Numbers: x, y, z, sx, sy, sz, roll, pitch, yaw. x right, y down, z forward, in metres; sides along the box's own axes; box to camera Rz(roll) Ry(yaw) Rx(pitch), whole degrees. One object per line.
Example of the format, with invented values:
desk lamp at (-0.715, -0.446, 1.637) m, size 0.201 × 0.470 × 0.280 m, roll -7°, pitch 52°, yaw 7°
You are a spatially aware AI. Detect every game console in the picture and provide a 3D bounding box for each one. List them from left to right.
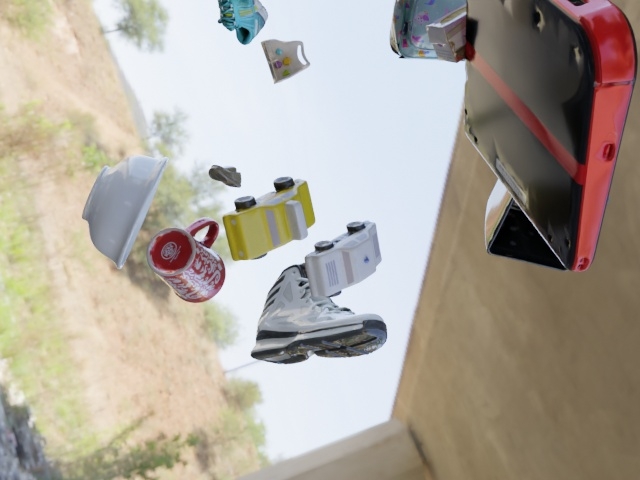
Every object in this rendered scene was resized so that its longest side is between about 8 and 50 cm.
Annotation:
game console at (0.285, -0.198, 1.088) m, size 0.386 × 0.060 × 0.342 m, roll -111°, pitch -170°, yaw -50°

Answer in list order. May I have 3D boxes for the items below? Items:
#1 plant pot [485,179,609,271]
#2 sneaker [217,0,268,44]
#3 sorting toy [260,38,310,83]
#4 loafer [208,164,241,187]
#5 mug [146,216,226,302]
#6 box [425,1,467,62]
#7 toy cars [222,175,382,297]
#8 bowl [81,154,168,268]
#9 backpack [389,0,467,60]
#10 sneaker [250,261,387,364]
plant pot at (0.441, -0.072, 1.672) m, size 0.167 × 0.188 × 0.188 m, roll -96°, pitch -158°, yaw -58°
sneaker at (-0.212, -0.580, 2.035) m, size 0.107 × 0.110 × 0.275 m, roll 26°, pitch -5°, yaw 24°
sorting toy at (-0.060, -0.331, 1.494) m, size 0.045 × 0.075 × 0.083 m, roll 53°, pitch 19°, yaw -84°
loafer at (-0.265, -0.187, 2.274) m, size 0.148 × 0.056 × 0.050 m, roll 35°, pitch 62°, yaw -67°
mug at (-0.251, 0.026, 1.509) m, size 0.169 × 0.113 × 0.150 m, roll 62°, pitch 24°, yaw -72°
box at (0.319, -0.385, 1.287) m, size 0.063 × 0.324 × 0.067 m, roll 63°, pitch -9°, yaw -26°
toy cars at (0.000, 0.000, 1.393) m, size 0.087 × 0.394 × 0.176 m, roll 7°, pitch -104°, yaw 41°
bowl at (-0.487, -0.090, 1.975) m, size 0.298 × 0.134 × 0.297 m, roll -157°, pitch -90°, yaw -81°
backpack at (0.210, -0.410, 1.418) m, size 0.144 × 0.166 × 0.188 m, roll -125°, pitch -143°, yaw -76°
sneaker at (-0.012, 0.162, 2.055) m, size 0.448 × 0.169 × 0.257 m, roll -15°, pitch -118°, yaw 45°
